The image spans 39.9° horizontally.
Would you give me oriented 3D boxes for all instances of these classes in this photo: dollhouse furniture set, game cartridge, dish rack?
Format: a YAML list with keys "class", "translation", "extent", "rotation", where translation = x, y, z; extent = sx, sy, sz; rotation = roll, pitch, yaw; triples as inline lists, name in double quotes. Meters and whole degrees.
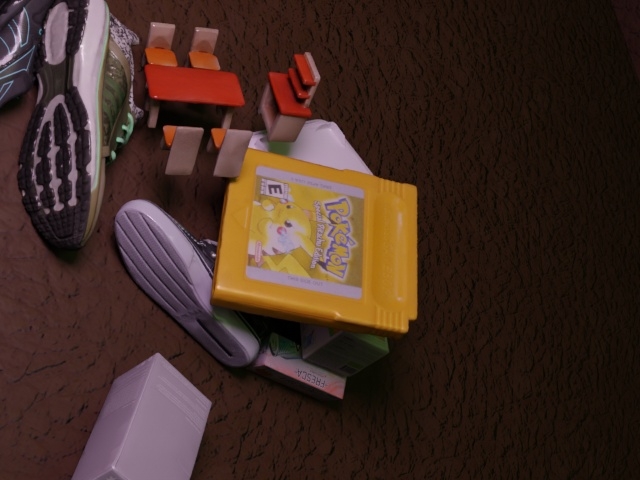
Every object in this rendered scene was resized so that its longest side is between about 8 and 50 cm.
- class: "dollhouse furniture set"
  translation: [-0.147, -0.239, 1.394]
  extent: [0.259, 0.135, 0.262]
  rotation: [1, 48, -24]
- class: "game cartridge"
  translation: [0.000, 0.000, 1.402]
  extent: [0.324, 0.052, 0.285]
  rotation: [11, 58, -12]
- class: "dish rack"
  translation: [0.009, -0.084, 1.558]
  extent: [0.285, 0.072, 0.333]
  rotation: [-19, 67, -44]

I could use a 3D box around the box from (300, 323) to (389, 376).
- class: "box"
  translation: [0.035, 0.116, 1.546]
  extent: [0.114, 0.103, 0.203]
  rotation: [27, 40, -34]

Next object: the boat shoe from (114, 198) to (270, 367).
- class: "boat shoe"
  translation: [-0.199, 0.054, 1.402]
  extent: [0.335, 0.121, 0.119]
  rotation: [57, 39, -27]

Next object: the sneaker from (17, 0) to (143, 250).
- class: "sneaker"
  translation: [-0.329, -0.181, 1.330]
  extent: [0.182, 0.158, 0.410]
  rotation: [18, 70, -53]

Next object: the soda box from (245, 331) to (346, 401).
- class: "soda box"
  translation: [-0.038, 0.220, 1.522]
  extent: [0.183, 0.058, 0.063]
  rotation: [29, 60, -34]

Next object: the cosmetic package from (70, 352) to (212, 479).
- class: "cosmetic package"
  translation: [-0.245, 0.285, 1.224]
  extent: [0.127, 0.107, 0.238]
  rotation: [49, 26, -19]

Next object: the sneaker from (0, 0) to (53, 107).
- class: "sneaker"
  translation: [-0.454, -0.270, 1.267]
  extent: [0.106, 0.101, 0.267]
  rotation: [47, 65, -36]
